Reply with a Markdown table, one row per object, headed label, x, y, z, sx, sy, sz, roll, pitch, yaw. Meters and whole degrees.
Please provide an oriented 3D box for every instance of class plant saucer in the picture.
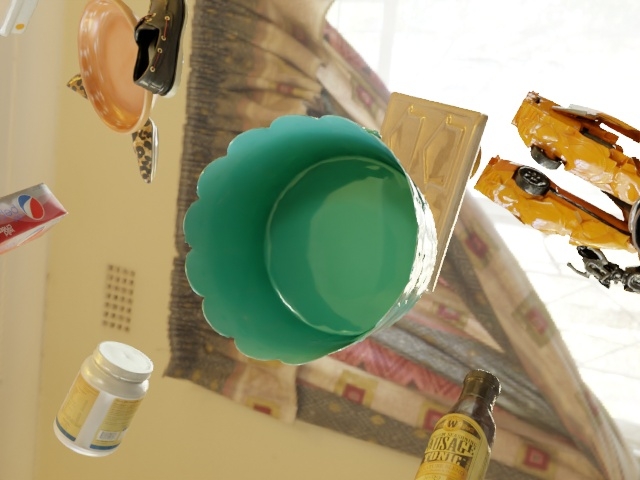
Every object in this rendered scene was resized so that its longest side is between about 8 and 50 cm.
| label | x | y | z | sx | sy | sz | roll | pitch | yaw |
| --- | --- | --- | --- | --- | --- | --- | --- | --- | --- |
| plant saucer | -0.295 | -0.257 | 1.037 | 0.037 | 0.200 | 0.200 | -20 | -62 | -40 |

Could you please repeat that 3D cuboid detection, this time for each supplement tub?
| label | x | y | z | sx | sy | sz | roll | pitch | yaw |
| --- | --- | --- | --- | --- | --- | --- | --- | --- | --- |
| supplement tub | -0.444 | 0.324 | 1.450 | 0.200 | 0.144 | 0.144 | -61 | -22 | 8 |

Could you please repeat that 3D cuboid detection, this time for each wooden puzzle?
| label | x | y | z | sx | sy | sz | roll | pitch | yaw |
| --- | --- | --- | --- | --- | --- | --- | --- | --- | --- |
| wooden puzzle | 0.186 | -0.100 | 1.328 | 0.080 | 0.348 | 0.322 | 11 | -77 | -25 |

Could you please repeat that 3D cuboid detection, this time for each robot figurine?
| label | x | y | z | sx | sy | sz | roll | pitch | yaw |
| --- | --- | --- | --- | --- | --- | --- | --- | --- | --- |
| robot figurine | 0.353 | -0.058 | 0.871 | 0.085 | 0.291 | 0.211 | -48 | -14 | -49 |

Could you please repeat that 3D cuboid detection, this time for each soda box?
| label | x | y | z | sx | sy | sz | roll | pitch | yaw |
| --- | --- | --- | --- | --- | --- | --- | --- | --- | --- |
| soda box | -0.600 | -0.028 | 1.333 | 0.083 | 0.092 | 0.263 | 53 | -160 | -6 |

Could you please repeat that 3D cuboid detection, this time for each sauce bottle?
| label | x | y | z | sx | sy | sz | roll | pitch | yaw |
| --- | --- | --- | --- | --- | --- | --- | --- | --- | --- |
| sauce bottle | 0.090 | 0.138 | 0.462 | 0.128 | 0.042 | 0.042 | -56 | -33 | -47 |

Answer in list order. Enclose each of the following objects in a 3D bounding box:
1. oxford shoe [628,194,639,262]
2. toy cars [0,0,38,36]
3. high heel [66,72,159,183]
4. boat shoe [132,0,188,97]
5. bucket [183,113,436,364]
| label | x | y | z | sx | sy | sz | roll | pitch | yaw |
| --- | --- | --- | --- | --- | --- | --- | --- | --- | --- |
| oxford shoe | 0.318 | -0.035 | 0.594 | 0.130 | 0.132 | 0.363 | 67 | -165 | 4 |
| toy cars | -0.404 | -0.343 | 0.834 | 0.087 | 0.393 | 0.176 | -7 | -68 | -47 |
| high heel | -0.454 | -0.249 | 1.545 | 0.093 | 0.186 | 0.261 | 149 | 116 | -80 |
| boat shoe | -0.163 | -0.210 | 0.708 | 0.042 | 0.049 | 0.133 | 17 | -114 | -41 |
| bucket | 0.000 | 0.000 | 0.823 | 0.183 | 0.281 | 0.281 | 10 | -91 | -70 |
